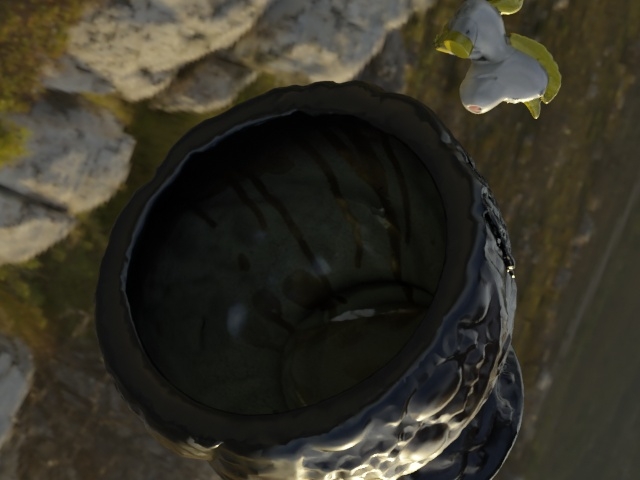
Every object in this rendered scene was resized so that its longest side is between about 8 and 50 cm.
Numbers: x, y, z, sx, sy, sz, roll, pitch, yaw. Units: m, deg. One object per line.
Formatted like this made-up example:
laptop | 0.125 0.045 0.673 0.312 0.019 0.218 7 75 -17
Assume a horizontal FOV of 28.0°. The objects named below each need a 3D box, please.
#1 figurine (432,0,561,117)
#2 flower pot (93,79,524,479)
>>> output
figurine | 0.228 -0.228 1.644 0.178 0.130 0.109 61 6 -11
flower pot | 0.019 0.067 0.882 0.266 0.267 0.267 -60 150 -16
